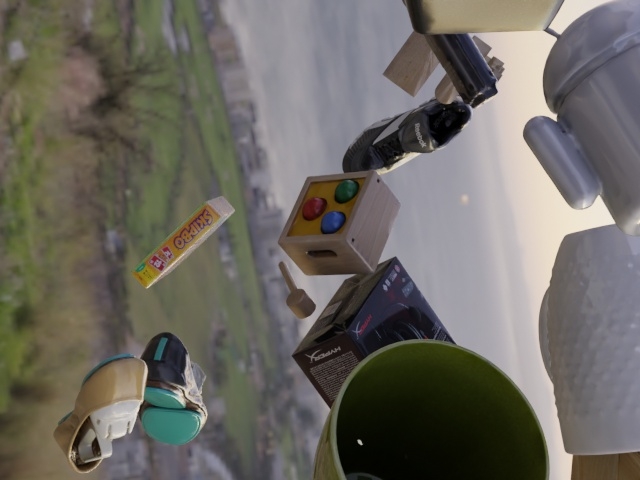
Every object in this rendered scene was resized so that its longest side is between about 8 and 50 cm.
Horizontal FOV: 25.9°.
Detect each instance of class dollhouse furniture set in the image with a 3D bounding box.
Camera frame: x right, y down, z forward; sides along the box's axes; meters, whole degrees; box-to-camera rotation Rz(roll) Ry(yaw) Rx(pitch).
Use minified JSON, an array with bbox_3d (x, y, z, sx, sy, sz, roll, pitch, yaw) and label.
[{"bbox_3d":[0.185,-0.249,2.064,0.144,0.123,0.151,36,3,0],"label":"dollhouse furniture set"}]

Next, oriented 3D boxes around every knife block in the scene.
[{"bbox_3d":[0.434,0.346,2.121,0.088,0.276,0.242,22,21,-32],"label":"knife block"}]

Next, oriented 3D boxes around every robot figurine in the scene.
[{"bbox_3d":[0.398,-0.146,1.673,0.200,0.300,0.353,98,-32,-69],"label":"robot figurine"}]

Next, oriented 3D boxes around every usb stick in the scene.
[{"bbox_3d":[0.122,-0.281,1.617,0.278,0.045,0.077,59,-7,1],"label":"usb stick"}]

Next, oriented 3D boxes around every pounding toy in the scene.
[{"bbox_3d":[-0.009,0.005,2.012,0.094,0.181,0.206,50,51,-38],"label":"pounding toy"}]

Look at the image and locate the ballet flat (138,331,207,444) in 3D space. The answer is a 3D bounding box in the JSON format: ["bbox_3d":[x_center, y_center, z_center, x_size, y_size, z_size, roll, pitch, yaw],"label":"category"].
[{"bbox_3d":[-0.194,0.194,1.847,0.280,0.095,0.096,100,-1,-67],"label":"ballet flat"}]

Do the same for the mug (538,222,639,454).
[{"bbox_3d":[0.457,0.145,2.144,0.374,0.276,0.328,-18,-100,64],"label":"mug"}]

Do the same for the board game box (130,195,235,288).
[{"bbox_3d":[-0.168,-0.002,1.749,0.039,0.124,0.259,47,3,-5],"label":"board game box"}]

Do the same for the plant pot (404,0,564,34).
[{"bbox_3d":[0.141,-0.290,1.254,0.188,0.187,0.167,-99,-172,-50],"label":"plant pot"}]

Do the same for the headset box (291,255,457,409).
[{"bbox_3d":[0.116,0.206,2.021,0.293,0.110,0.218,55,35,-12],"label":"headset box"}]

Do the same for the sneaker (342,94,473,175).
[{"bbox_3d":[0.139,-0.163,2.179,0.078,0.234,0.106,62,2,-11],"label":"sneaker"}]

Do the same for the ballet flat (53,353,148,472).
[{"bbox_3d":[-0.240,0.201,1.569,0.232,0.080,0.073,-51,-126,55],"label":"ballet flat"}]

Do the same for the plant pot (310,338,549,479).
[{"bbox_3d":[0.095,0.308,1.731,0.293,0.274,0.275,124,-34,-55],"label":"plant pot"}]
